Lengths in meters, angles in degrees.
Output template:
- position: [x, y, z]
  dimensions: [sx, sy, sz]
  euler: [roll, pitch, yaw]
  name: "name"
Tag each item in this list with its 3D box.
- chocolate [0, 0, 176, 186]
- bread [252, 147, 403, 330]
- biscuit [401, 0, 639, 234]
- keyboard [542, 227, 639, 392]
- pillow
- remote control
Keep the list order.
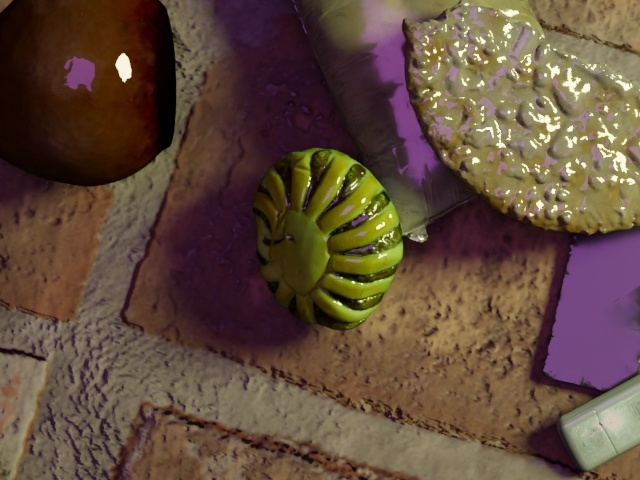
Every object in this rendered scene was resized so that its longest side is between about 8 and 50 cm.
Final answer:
- position: [-0.196, -0.124, 1.211]
  dimensions: [0.177, 0.177, 0.176]
  euler: [0, 86, 3]
  name: "chocolate"
- position: [0.000, 0.000, 1.213]
  dimensions: [0.130, 0.071, 0.139]
  euler: [29, 119, 25]
  name: "bread"
- position: [0.179, -0.077, 1.188]
  dimensions: [0.290, 0.038, 0.141]
  euler: [22, 88, -10]
  name: "biscuit"
- position: [0.231, 0.021, 1.248]
  dimensions: [0.074, 0.015, 0.196]
  euler: [12, 87, 8]
  name: "keyboard"
- position: [0.083, -0.163, 1.236]
  dimensions: [0.185, 0.075, 0.302]
  euler: [-23, 86, -4]
  name: "pillow"
- position: [0.247, 0.134, 1.231]
  dimensions: [0.124, 0.018, 0.053]
  euler: [-30, 106, 1]
  name: "remote control"
